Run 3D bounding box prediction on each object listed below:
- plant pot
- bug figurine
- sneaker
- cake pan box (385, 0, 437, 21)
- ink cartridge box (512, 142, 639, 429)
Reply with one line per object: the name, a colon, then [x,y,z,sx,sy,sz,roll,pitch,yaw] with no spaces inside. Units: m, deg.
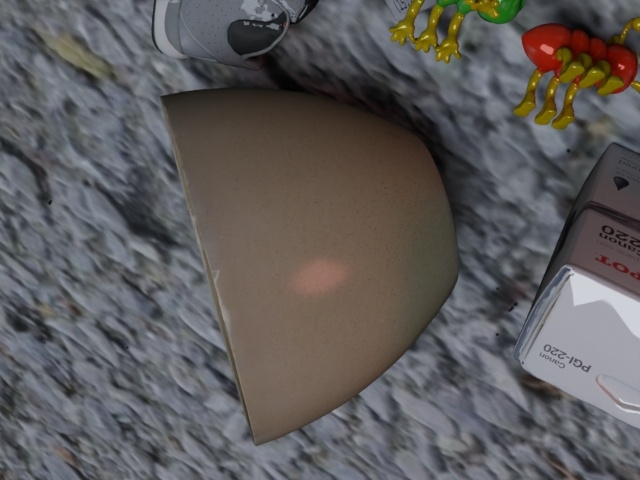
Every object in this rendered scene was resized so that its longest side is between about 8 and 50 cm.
plant pot: [0.000,0.000,0.842,0.190,0.284,0.284,-15,115,-7]
bug figurine: [0.172,-0.166,0.659,0.216,0.072,0.279,16,161,-15]
sneaker: [-0.057,-0.234,0.830,0.132,0.086,0.229,19,134,8]
cake pan box: [0.097,-0.302,0.698,0.266,0.070,0.246,-15,111,42]
ink cartridge box: [0.243,0.035,0.751,0.158,0.218,0.092,26,125,9]
